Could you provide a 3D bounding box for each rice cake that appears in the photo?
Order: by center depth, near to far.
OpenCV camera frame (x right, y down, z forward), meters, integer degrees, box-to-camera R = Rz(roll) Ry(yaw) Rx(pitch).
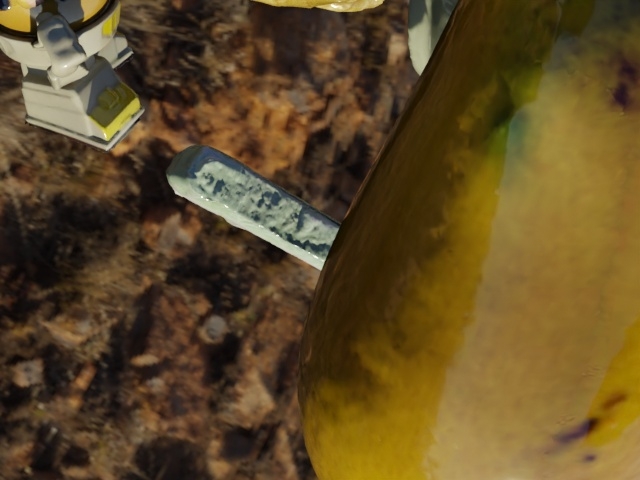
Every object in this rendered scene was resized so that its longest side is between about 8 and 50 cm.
[{"bbox_3d":[0.000,0.001,0.729,0.208,0.033,0.033,30,81,-30],"label":"rice cake"}]

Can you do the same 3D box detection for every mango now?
[{"bbox_3d":[0.094,0.004,0.518,0.211,0.173,0.317,-31,145,-45],"label":"mango"}]

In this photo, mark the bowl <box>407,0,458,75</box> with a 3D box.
[{"bbox_3d":[0.155,-0.161,0.819,0.337,0.157,0.337,-50,149,-46],"label":"bowl"}]

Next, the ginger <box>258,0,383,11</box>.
[{"bbox_3d":[-0.025,-0.255,1.147,0.205,0.115,0.081,8,107,-14],"label":"ginger"}]

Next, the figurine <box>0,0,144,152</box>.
[{"bbox_3d":[-0.248,-0.236,1.134,0.143,0.308,0.308,-28,123,-14],"label":"figurine"}]
